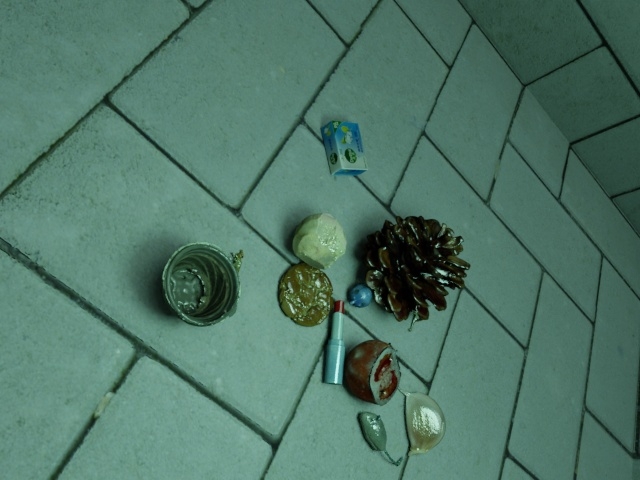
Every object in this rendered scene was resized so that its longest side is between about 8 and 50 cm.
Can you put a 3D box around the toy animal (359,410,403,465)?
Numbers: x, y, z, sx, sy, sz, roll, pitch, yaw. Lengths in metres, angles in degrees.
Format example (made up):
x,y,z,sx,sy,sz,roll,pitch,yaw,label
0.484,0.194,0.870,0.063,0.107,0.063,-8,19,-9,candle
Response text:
x,y,z,sx,sy,sz,roll,pitch,yaw,label
0.209,0.676,1.792,0.079,0.070,0.253,-39,104,-23,toy animal

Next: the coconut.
x,y,z,sx,sy,sz,roll,pitch,yaw,label
-0.003,-0.002,1.779,0.194,0.194,0.195,14,67,-35,coconut

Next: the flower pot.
x,y,z,sx,sy,sz,roll,pitch,yaw,label
-0.349,0.130,1.482,0.235,0.140,0.236,12,70,-36,flower pot

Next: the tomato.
x,y,z,sx,sy,sz,roll,pitch,yaw,label
0.158,0.428,1.771,0.180,0.155,0.214,-43,131,-41,tomato

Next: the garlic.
x,y,z,sx,sy,sz,roll,pitch,yaw,label
0.369,0.621,1.930,0.148,0.128,0.267,10,58,-48,garlic

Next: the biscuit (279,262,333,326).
x,y,z,sx,sy,sz,roll,pitch,yaw,label
-0.042,0.179,1.775,0.225,0.042,0.226,15,66,-35,biscuit

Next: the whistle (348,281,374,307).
x,y,z,sx,sy,sz,roll,pitch,yaw,label
0.153,0.189,1.898,0.157,0.090,0.090,-30,95,-40,whistle

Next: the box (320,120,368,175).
x,y,z,sx,sy,sz,roll,pitch,yaw,label
0.092,-0.350,2.038,0.139,0.073,0.194,-5,78,-40,box

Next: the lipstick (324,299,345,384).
x,y,z,sx,sy,sz,roll,pitch,yaw,label
0.053,0.335,1.777,0.061,0.068,0.274,3,71,6,lipstick

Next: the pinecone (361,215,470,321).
x,y,z,sx,sy,sz,roll,pitch,yaw,label
0.343,0.087,1.904,0.397,0.397,0.398,14,67,-35,pinecone

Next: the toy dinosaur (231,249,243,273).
x,y,z,sx,sy,sz,roll,pitch,yaw,label
-0.260,0.071,1.645,0.041,0.026,0.113,46,42,-38,toy dinosaur

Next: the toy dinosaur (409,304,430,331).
x,y,z,sx,sy,sz,roll,pitch,yaw,label
0.389,0.285,2.086,0.180,0.037,0.058,-33,120,-34,toy dinosaur
